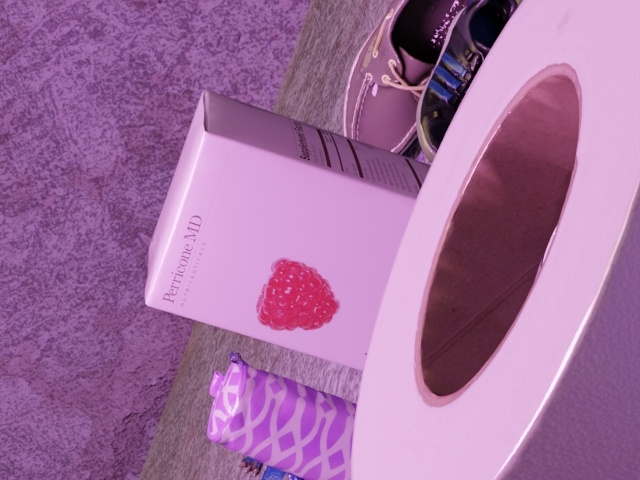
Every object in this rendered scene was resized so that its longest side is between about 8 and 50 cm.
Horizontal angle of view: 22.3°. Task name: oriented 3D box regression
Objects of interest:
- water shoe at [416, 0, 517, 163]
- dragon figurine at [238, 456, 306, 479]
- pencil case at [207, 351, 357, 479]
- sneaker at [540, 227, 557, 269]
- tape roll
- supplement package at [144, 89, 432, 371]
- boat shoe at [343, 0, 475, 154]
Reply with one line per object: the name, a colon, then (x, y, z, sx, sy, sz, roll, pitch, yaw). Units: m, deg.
water shoe: (0.149, -0.166, 1.643, 0.080, 0.073, 0.203, 132, 153, -62)
dragon figurine: (-0.029, 0.227, 1.872, 0.289, 0.085, 0.144, -102, 33, -62)
pencil case: (-0.010, 0.180, 1.534, 0.086, 0.206, 0.088, -66, 16, 2)
sneaker: (0.201, -0.030, 1.166, 0.075, 0.063, 0.170, -156, 87, -82)
tape roll: (0.127, 0.005, 0.921, 0.392, 0.072, 0.392, -158, 90, -79)
supplement package: (0.000, 0.000, 1.527, 0.175, 0.293, 0.177, -104, 32, -72)
boat shoe: (0.107, -0.217, 1.855, 0.091, 0.109, 0.305, -89, 23, -73)
